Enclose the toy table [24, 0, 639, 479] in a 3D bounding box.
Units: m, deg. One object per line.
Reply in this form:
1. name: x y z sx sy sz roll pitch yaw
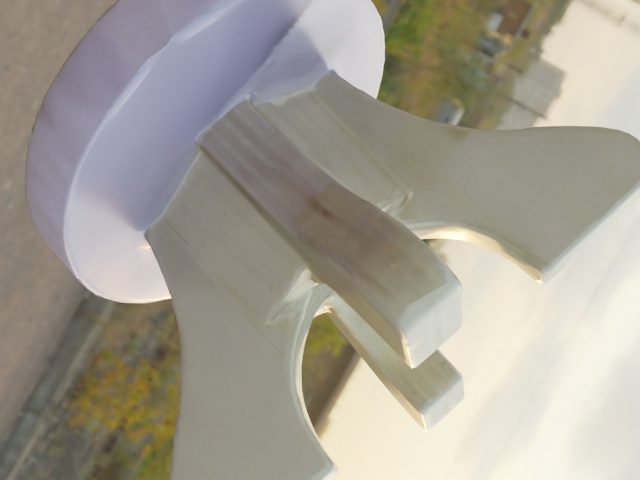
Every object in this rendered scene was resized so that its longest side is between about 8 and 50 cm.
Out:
1. toy table: 0.000 0.000 0.558 0.252 0.161 0.274 -44 165 6
